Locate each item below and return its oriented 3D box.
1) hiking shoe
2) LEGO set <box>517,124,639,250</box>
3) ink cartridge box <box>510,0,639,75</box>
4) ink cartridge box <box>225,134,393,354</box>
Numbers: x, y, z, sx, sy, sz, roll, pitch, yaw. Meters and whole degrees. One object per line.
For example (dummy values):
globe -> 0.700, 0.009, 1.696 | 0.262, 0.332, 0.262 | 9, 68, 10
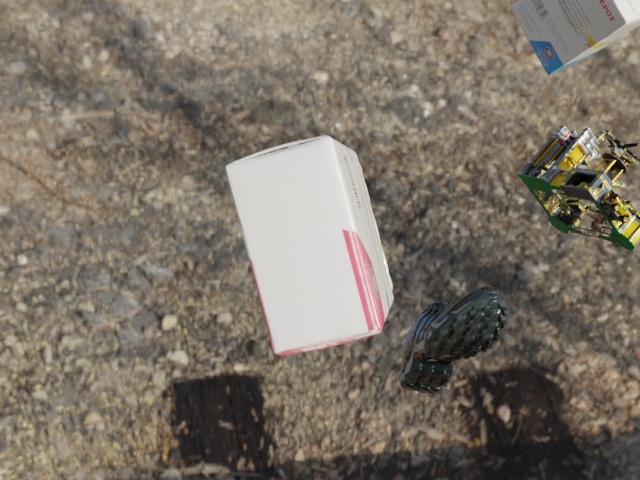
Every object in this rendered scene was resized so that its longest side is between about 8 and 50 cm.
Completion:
hiking shoe -> 0.214, 0.147, 1.538 | 0.113, 0.304, 0.132 | 14, 51, -19
LEGO set -> 0.620, -0.134, 1.981 | 0.192, 0.331, 0.255 | -47, 106, -9
ink cartridge box -> 0.547, -0.478, 1.804 | 0.168, 0.233, 0.171 | -26, 88, -31
ink cartridge box -> 0.000, 0.000, 0.776 | 0.092, 0.218, 0.158 | -14, 90, 9
